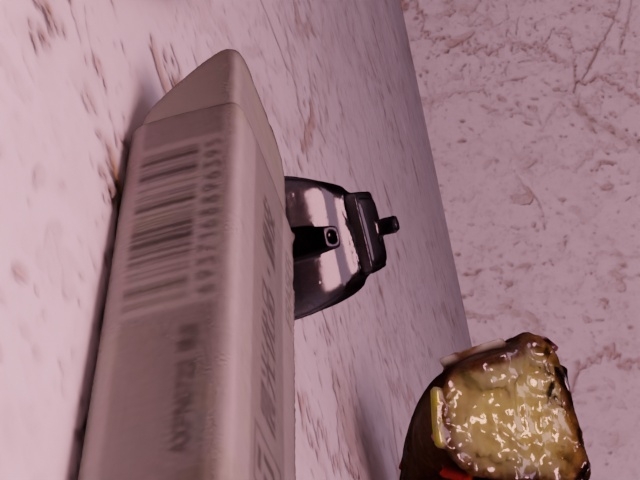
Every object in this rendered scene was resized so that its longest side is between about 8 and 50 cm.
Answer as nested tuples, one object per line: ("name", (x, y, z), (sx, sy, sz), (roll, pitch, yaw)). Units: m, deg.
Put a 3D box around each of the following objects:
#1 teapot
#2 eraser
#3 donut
("teapot", (0.000, 0.000, 0.792), (0.177, 0.096, 0.087), (-8, 84, -82))
("eraser", (-0.049, 0.045, 0.540), (0.352, 0.061, 0.089), (-93, 167, -51))
("donut", (0.144, 0.262, 1.030), (0.259, 0.136, 0.345), (113, -29, -55))
